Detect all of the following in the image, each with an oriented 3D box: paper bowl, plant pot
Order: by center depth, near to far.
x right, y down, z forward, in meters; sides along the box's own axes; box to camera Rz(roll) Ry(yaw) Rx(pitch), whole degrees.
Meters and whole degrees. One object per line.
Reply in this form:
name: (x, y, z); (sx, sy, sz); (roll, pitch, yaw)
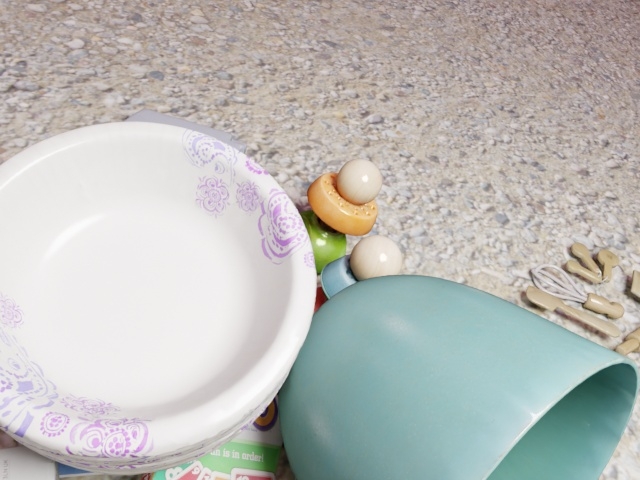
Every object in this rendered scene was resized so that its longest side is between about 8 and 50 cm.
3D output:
paper bowl: (-0.153, 0.050, 0.512); (0.284, 0.148, 0.284); (5, 61, -9)
plant pot: (0.098, 0.168, 0.553); (0.293, 0.293, 0.235); (-19, 38, -33)

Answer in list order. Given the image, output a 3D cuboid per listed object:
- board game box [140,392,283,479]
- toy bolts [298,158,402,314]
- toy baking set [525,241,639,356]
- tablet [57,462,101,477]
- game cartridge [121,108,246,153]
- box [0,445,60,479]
board game box: (-0.091, 0.176, 0.596); (0.124, 0.039, 0.259); (35, 42, -24)
toy bolts: (0.000, 0.000, 0.731); (0.218, 0.158, 0.228); (5, 46, -35)
toy baking set: (0.433, 0.093, 0.921); (0.256, 0.030, 0.197); (-21, 54, -35)
tablet: (-0.233, 0.205, 0.583); (0.083, 0.006, 0.054); (2, 47, -17)
game cartridge: (-0.228, -0.069, 0.818); (0.196, 0.060, 0.294); (19, 44, -7)
box: (-0.280, 0.267, 0.424); (0.181, 0.119, 0.181); (-3, 49, -23)
